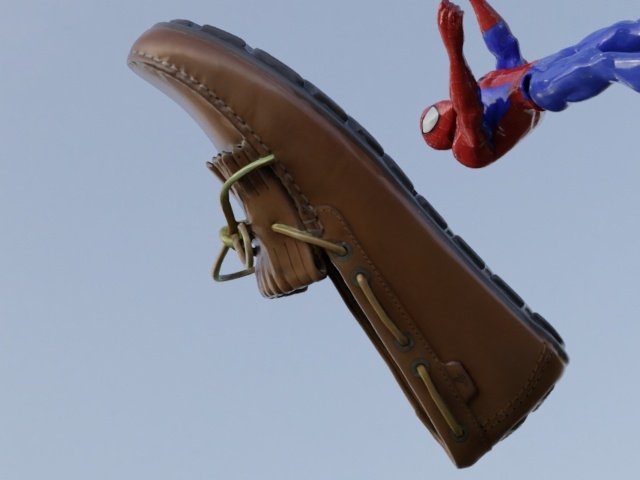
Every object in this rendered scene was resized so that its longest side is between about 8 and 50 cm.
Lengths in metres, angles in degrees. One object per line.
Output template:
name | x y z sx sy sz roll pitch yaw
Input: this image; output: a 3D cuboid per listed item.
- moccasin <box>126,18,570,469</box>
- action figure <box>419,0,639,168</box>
moccasin | 0.000 0.000 1.280 0.147 0.380 0.139 -44 6 -3
action figure | 0.131 -0.129 1.078 0.091 0.139 0.280 -39 8 -37
